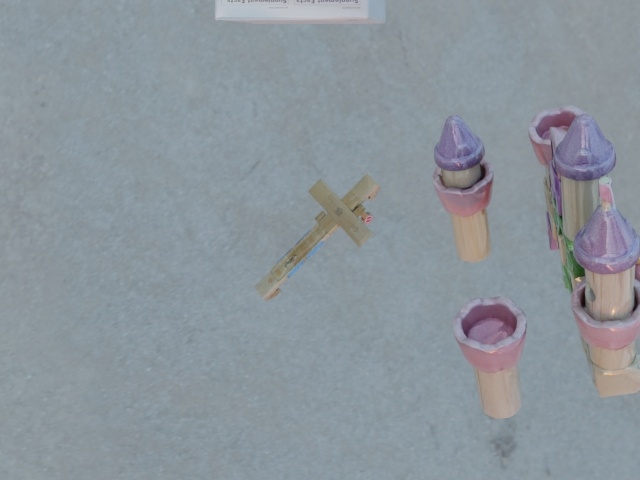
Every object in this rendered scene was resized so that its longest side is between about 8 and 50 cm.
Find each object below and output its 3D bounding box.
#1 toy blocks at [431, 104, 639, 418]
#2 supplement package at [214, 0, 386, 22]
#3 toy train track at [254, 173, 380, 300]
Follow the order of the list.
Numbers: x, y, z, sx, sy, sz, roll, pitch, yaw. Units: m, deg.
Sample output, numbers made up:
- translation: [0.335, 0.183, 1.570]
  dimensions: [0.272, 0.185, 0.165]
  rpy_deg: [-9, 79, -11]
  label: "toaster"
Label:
- translation: [0.266, -0.031, 0.851]
  dimensions: [0.288, 0.309, 0.260]
  rpy_deg: [-90, 167, -48]
  label: "toy blocks"
- translation: [-0.020, -0.417, 1.157]
  dimensions: [0.199, 0.198, 0.262]
  rpy_deg: [-49, 141, -74]
  label: "supplement package"
- translation: [0.000, 0.000, 0.464]
  dimensions: [0.048, 0.083, 0.014]
  rpy_deg: [49, 6, 35]
  label: "toy train track"
